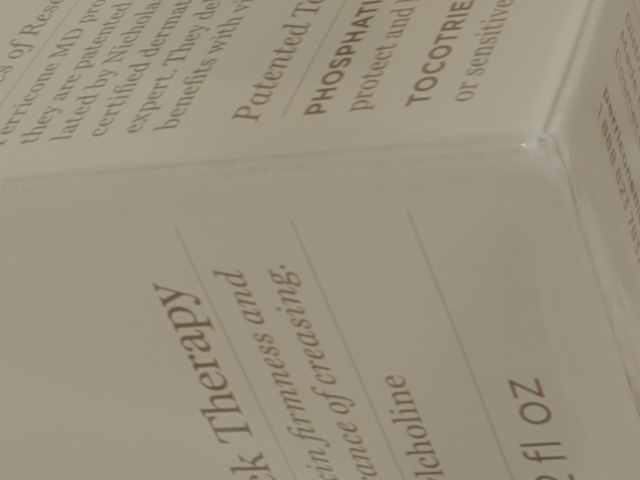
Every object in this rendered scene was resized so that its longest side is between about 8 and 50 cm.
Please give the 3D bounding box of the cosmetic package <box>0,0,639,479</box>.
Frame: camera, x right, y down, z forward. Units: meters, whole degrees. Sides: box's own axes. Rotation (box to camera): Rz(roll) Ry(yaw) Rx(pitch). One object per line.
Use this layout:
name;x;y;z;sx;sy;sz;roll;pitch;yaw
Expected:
cosmetic package;0.000;0.000;0.831;0.329;0.393;0.327;67;-148;-34
